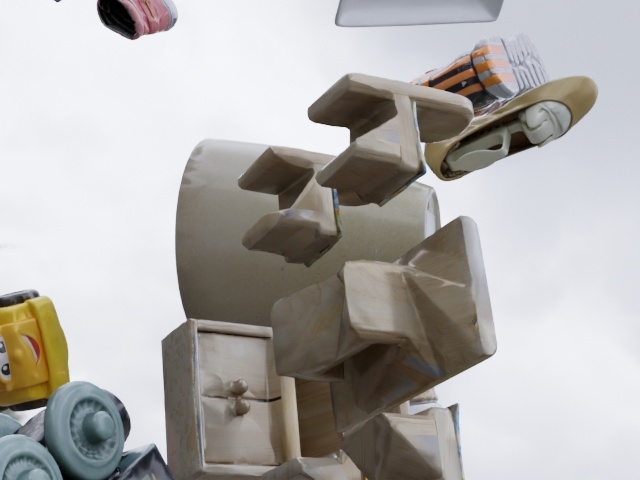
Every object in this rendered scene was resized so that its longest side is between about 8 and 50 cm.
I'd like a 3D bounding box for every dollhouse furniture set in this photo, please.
[{"bbox_3d":[0.053,0.113,1.129,0.256,0.362,0.394,8,-27,-30],"label":"dollhouse furniture set"}]

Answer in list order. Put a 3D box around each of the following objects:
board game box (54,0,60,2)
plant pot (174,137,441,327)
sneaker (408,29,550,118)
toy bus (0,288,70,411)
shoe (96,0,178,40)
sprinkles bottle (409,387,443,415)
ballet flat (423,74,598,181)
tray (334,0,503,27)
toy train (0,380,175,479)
[{"bbox_3d":[-0.136,-0.284,0.821,0.275,0.144,0.142,-9,-28,45],"label":"board game box"},{"bbox_3d":[0.000,0.000,1.466,0.274,0.256,0.256,-1,-31,14],"label":"plant pot"},{"bbox_3d":[0.222,-0.222,1.808,0.180,0.125,0.321,-23,-11,27],"label":"sneaker"},{"bbox_3d":[-0.444,0.150,1.493,0.220,0.149,0.211,-9,2,39],"label":"toy bus"},{"bbox_3d":[-0.271,-0.339,1.627,0.178,0.081,0.063,49,-49,8],"label":"shoe"},{"bbox_3d":[0.082,0.110,1.692,0.121,0.355,0.121,-10,-14,-3],"label":"sprinkles bottle"},{"bbox_3d":[0.241,-0.130,1.532,0.232,0.073,0.080,-24,-58,13],"label":"ballet flat"},{"bbox_3d":[0.133,-0.334,1.501,0.030,0.270,0.145,44,-50,39],"label":"tray"},{"bbox_3d":[-0.215,0.234,0.866,0.142,0.334,0.190,-23,-80,29],"label":"toy train"}]
